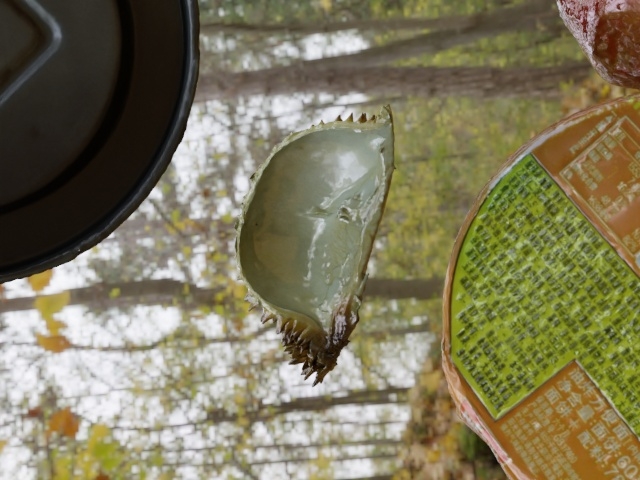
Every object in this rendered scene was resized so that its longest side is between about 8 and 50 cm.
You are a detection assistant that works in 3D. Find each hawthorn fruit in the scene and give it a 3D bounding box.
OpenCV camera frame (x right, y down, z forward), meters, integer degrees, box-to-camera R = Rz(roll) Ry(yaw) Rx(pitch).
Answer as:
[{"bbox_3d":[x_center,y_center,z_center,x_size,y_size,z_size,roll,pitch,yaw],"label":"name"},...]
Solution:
[{"bbox_3d":[0.326,-0.244,0.883,0.205,0.205,0.253,-87,21,-50],"label":"hawthorn fruit"}]

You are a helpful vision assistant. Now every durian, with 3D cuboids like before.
[{"bbox_3d":[0.000,0.000,0.937,0.139,0.144,0.252,-3,66,64],"label":"durian"}]

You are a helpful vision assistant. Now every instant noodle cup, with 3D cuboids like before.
[{"bbox_3d":[0.161,0.044,0.459,0.185,0.168,0.169,28,-126,-59],"label":"instant noodle cup"}]

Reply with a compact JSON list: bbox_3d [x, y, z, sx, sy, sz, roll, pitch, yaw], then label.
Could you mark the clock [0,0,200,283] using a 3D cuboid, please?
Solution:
[{"bbox_3d":[-0.240,-0.130,0.668,0.067,0.325,0.325,-145,47,-79],"label":"clock"}]
